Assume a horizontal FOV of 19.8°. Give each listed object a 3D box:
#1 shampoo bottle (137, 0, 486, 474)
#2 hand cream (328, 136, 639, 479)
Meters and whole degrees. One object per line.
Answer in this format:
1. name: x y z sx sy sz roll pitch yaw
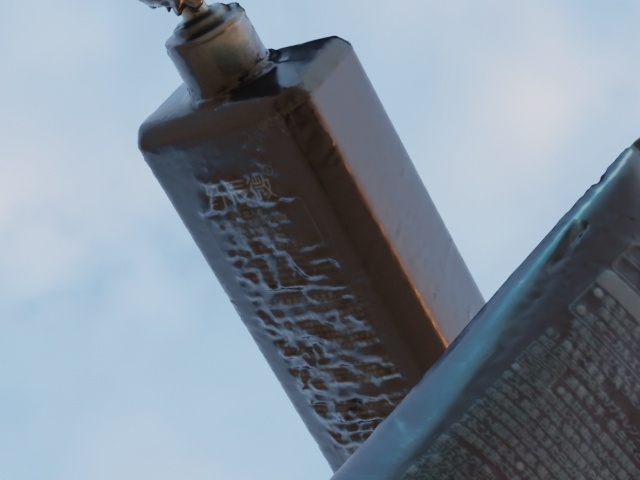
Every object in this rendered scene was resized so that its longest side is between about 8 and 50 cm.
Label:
1. shampoo bottle: 0.000 0.000 0.804 0.098 0.071 0.309 -9 -59 40
2. hand cream: 0.056 0.084 0.507 0.120 0.061 0.270 45 -116 8
